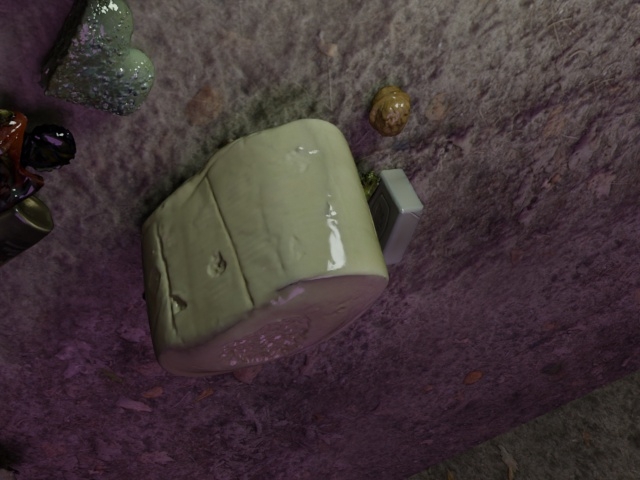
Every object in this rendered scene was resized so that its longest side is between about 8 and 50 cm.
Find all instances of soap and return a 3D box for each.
[{"bbox_3d":[0.147,-0.048,1.809,0.063,0.121,0.183,-8,142,-23],"label":"soap"}]

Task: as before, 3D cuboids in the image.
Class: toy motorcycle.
[{"bbox_3d":[-0.585,-0.088,1.317,0.401,0.134,0.207,-31,145,8],"label":"toy motorcycle"}]

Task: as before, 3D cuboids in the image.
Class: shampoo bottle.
[{"bbox_3d":[-0.634,0.032,1.494,0.350,0.084,0.125,-30,147,11],"label":"shampoo bottle"}]

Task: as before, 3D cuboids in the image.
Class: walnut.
[{"bbox_3d":[0.128,-0.238,1.577,0.082,0.079,0.096,-13,146,-18],"label":"walnut"}]

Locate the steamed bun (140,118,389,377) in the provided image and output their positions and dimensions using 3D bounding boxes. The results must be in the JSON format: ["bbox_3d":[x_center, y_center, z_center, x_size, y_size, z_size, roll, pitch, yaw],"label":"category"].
[{"bbox_3d":[-0.100,0.026,1.545,0.456,0.371,0.290,-28,149,25],"label":"steamed bun"}]

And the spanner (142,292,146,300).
[{"bbox_3d":[-0.277,0.160,1.932,0.087,0.024,0.316,-37,142,17],"label":"spanner"}]

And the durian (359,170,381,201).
[{"bbox_3d":[0.005,0.008,1.779,0.198,0.163,0.394,9,128,-42],"label":"durian"}]

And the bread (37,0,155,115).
[{"bbox_3d":[-0.341,-0.264,1.283,0.172,0.064,0.232,-20,144,-8],"label":"bread"}]

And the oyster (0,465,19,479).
[{"bbox_3d":[-0.831,0.568,2.050,0.197,0.133,0.337,-12,138,31],"label":"oyster"}]
